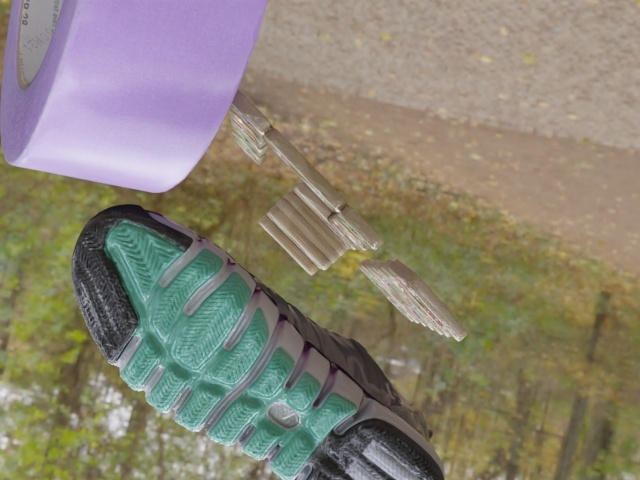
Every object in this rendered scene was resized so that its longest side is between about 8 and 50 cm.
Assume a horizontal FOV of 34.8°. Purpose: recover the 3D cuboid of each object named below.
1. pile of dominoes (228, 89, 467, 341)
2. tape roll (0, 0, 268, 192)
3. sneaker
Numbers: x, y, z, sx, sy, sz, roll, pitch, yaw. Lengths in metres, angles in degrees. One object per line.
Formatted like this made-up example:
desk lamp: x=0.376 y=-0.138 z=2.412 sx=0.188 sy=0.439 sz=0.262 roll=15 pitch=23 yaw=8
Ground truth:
pile of dominoes: x=0.000 y=0.000 z=0.672 sx=0.196 sy=0.040 sz=0.251 roll=46 pitch=178 yaw=-2
tape roll: x=-0.110 y=-0.169 z=0.587 sx=0.090 sy=0.274 sz=0.275 roll=11 pitch=177 yaw=-24
sneaker: x=-0.031 y=0.062 z=0.538 sx=0.224 sy=0.083 sz=0.098 roll=43 pitch=-165 yaw=-5
